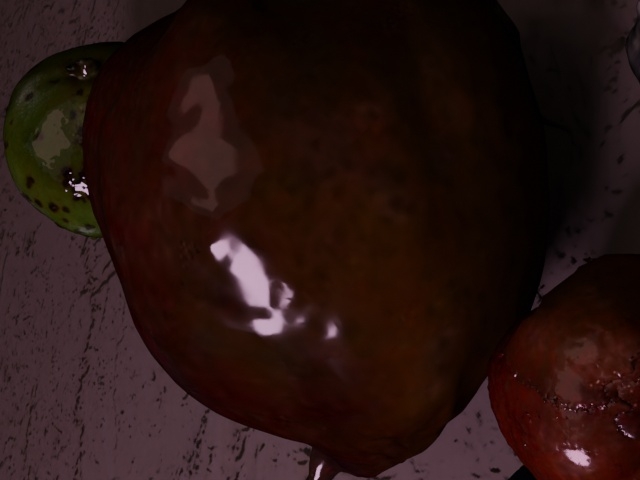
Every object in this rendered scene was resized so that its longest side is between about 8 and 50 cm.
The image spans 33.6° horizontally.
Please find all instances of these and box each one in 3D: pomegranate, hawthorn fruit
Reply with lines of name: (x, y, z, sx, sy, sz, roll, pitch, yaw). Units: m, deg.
pomegranate: (-0.213, -0.089, 1.094, 0.263, 0.211, 0.211, 86, 165, -55)
hawthorn fruit: (0.159, 0.077, 0.588, 0.172, 0.148, 0.148, -161, 80, -71)
hawthorn fruit: (-0.001, -0.022, 0.687, 0.308, 0.308, 0.324, -41, 53, 43)

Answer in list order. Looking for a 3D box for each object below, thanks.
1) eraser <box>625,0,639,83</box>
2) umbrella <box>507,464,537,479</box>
eraser: (0.262, -0.002, 0.426, 0.155, 0.102, 0.332, -50, 59, 51)
umbrella: (0.141, 0.182, 0.561, 0.248, 0.071, 0.070, -102, 24, -83)
